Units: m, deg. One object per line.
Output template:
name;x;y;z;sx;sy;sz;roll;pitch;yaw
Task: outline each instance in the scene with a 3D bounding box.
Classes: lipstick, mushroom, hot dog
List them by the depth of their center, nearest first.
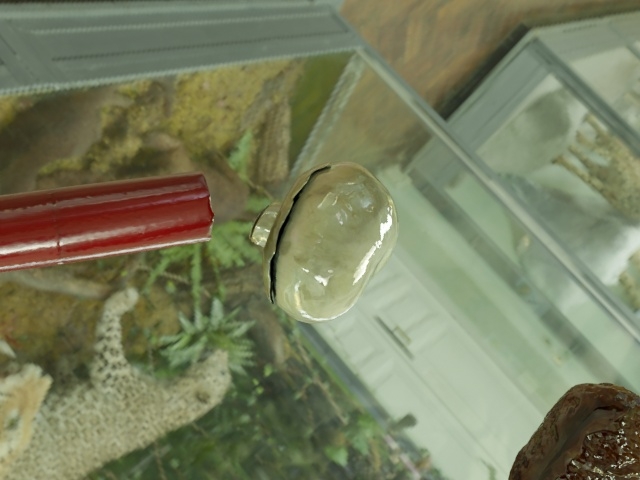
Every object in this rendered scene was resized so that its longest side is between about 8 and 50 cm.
lipstick;-0.235;-0.011;0.798;0.279;0.073;0.073;-8;155;-16
mushroom;0.000;0.000;0.807;0.154;0.122;0.154;-58;161;-33
hot dog;0.312;0.270;1.069;0.227;0.160;0.099;-56;154;18
